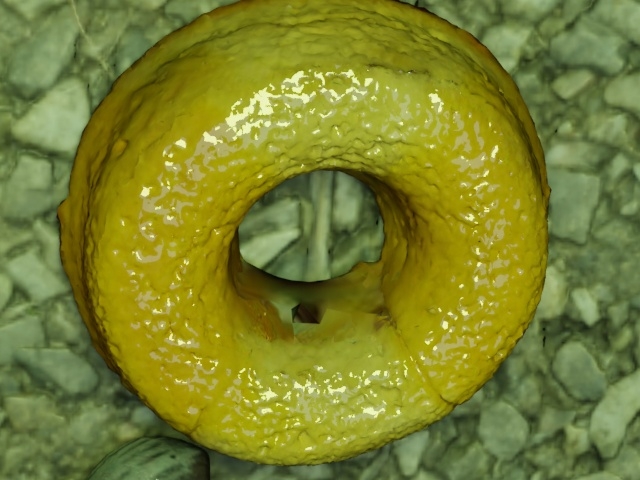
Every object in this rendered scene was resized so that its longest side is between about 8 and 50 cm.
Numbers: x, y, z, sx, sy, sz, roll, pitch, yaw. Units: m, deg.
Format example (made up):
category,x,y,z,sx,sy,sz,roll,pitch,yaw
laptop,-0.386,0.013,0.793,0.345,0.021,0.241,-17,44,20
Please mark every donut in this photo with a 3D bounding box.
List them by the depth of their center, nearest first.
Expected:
category,x,y,z,sx,sy,sz,roll,pitch,yaw
donut,0.000,0.000,1.038,0.303,0.110,0.303,-2,105,-8

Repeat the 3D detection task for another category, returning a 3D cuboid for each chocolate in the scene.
category,x,y,z,sx,sy,sz,roll,pitch,yaw
chocolate,-0.134,0.182,1.080,0.167,0.072,0.072,-41,106,4
